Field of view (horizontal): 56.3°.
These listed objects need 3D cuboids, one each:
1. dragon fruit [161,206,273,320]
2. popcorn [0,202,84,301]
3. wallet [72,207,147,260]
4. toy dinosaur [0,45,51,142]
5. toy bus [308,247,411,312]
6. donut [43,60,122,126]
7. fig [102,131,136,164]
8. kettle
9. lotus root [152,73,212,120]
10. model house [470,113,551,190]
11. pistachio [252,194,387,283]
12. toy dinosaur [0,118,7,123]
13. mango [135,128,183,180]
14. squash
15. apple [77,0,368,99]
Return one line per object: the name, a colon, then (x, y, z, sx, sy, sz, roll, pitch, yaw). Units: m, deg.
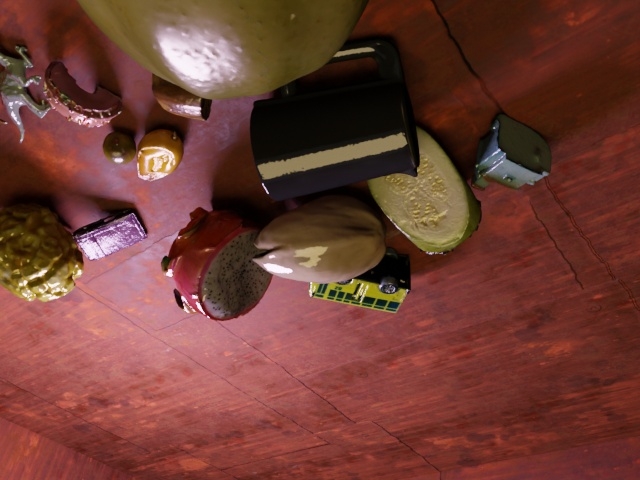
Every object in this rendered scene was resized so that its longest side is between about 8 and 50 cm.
dragon fruit: (-0.264, 0.051, 1.496, 0.189, 0.290, 0.290, 22, 147, 31)
popcorn: (-0.750, 0.034, 1.557, 0.270, 0.224, 0.257, 19, 149, 46)
wallet: (-0.550, -0.011, 1.576, 0.166, 0.030, 0.111, -23, 136, -8)
toy dinosaur: (-0.661, -0.314, 1.289, 0.167, 0.053, 0.242, 27, 135, -19)
toy bus: (0.095, 0.095, 1.581, 0.262, 0.128, 0.150, 12, 138, -6)
donut: (-0.505, -0.290, 1.248, 0.166, 0.117, 0.065, 30, 129, -23)
fig: (-0.456, -0.207, 1.369, 0.074, 0.073, 0.088, 7, 160, 0)
kettle: (0.032, -0.235, 1.212, 0.308, 0.262, 0.203, -10, 169, 15)
lotus root: (-0.275, -0.310, 1.213, 0.135, 0.095, 0.159, 6, 133, 7)
model house: (0.386, -0.165, 1.275, 0.148, 0.119, 0.149, 22, 146, -18)
pistachio: (0.000, 0.000, 1.422, 0.332, 0.226, 0.207, -12, 103, -11)
toy dinosaur: (-0.771, -0.302, 1.270, 0.212, 0.057, 0.142, 21, -167, 37)
mango: (-0.372, -0.194, 1.374, 0.101, 0.066, 0.187, 18, 143, -23)
squash: (0.211, -0.111, 1.291, 0.189, 0.189, 0.260, -23, 132, 29)
apple: (-0.131, -0.426, 0.814, 0.474, 0.473, 0.473, 4, 138, 4)
